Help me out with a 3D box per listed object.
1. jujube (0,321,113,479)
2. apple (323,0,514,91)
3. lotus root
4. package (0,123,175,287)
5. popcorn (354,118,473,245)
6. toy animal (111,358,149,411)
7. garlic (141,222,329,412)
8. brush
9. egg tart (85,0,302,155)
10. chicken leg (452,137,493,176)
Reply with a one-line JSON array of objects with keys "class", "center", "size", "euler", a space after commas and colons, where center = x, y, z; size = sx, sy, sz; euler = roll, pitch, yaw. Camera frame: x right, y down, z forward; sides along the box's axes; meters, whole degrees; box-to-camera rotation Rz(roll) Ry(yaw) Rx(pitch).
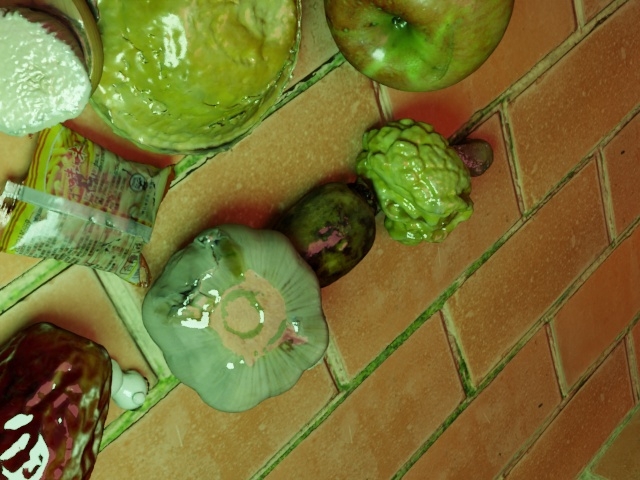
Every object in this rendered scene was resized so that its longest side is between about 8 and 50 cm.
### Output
[{"class": "jujube", "center": [-0.431, 0.284, 1.329], "size": [0.223, 0.223, 0.318], "euler": [36, 72, -44]}, {"class": "apple", "center": [0.176, -0.437, 1.576], "size": [0.339, 0.339, 0.340], "euler": [-16, 115, -39]}, {"class": "lotus root", "center": [0.000, 0.000, 1.683], "size": [0.314, 0.141, 0.169], "euler": [-40, 124, -21]}, {"class": "package", "center": [-0.345, -0.056, 1.367], "size": [0.288, 0.108, 0.223], "euler": [18, 89, -43]}, {"class": "popcorn", "center": [0.199, -0.105, 1.778], "size": [0.173, 0.225, 0.286], "euler": [-40, 126, -22]}, {"class": "toy animal", "center": [-0.348, 0.241, 1.493], "size": [0.071, 0.085, 0.124], "euler": [-50, 128, 5]}, {"class": "garlic", "center": [-0.136, 0.125, 1.511], "size": [0.321, 0.241, 0.322], "euler": [-4, 116, -8]}, {"class": "brush", "center": [-0.391, -0.280, 1.175], "size": [0.174, 0.166, 0.267], "euler": [-13, 106, -1]}, {"class": "egg tart", "center": [-0.176, -0.334, 1.376], "size": [0.443, 0.178, 0.443], "euler": [-14, 112, -38]}, {"class": "chicken leg", "center": [0.302, -0.178, 1.962], "size": [0.197, 0.069, 0.085], "euler": [-7, 107, -34]}]
